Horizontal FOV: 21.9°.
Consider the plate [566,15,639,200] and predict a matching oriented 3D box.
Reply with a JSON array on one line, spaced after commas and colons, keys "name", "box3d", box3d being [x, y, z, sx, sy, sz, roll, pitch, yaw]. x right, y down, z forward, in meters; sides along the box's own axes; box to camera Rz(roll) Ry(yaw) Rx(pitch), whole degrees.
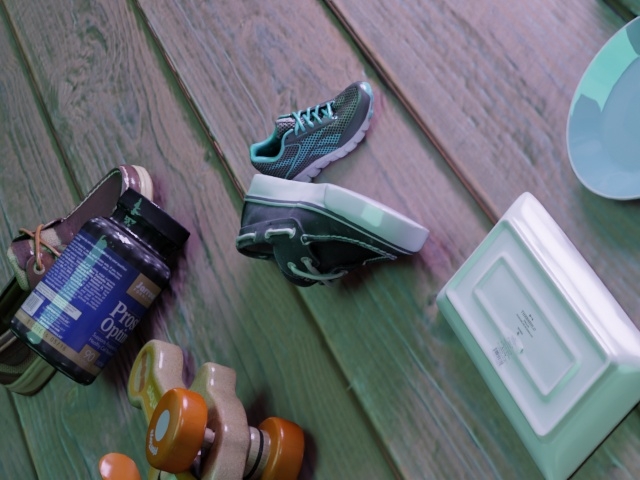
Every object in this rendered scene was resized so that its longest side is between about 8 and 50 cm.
[{"name": "plate", "box3d": [0.294, -0.119, 1.450, 0.188, 0.024, 0.188, -31, 47, 39]}]

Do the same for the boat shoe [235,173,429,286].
[{"name": "boat shoe", "box3d": [0.000, 0.000, 1.681, 0.301, 0.108, 0.102, 14, 80, 57]}]

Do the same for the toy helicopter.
[{"name": "toy helicopter", "box3d": [-0.156, 0.223, 1.759, 0.235, 0.140, 0.355, -65, 24, 15]}]

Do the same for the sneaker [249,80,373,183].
[{"name": "sneaker", "box3d": [-0.012, -0.117, 1.791, 0.166, 0.076, 0.065, -43, 41, 27]}]

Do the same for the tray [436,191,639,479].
[{"name": "tray", "box3d": [0.187, 0.077, 1.461, 0.145, 0.030, 0.270, -52, 37, 18]}]

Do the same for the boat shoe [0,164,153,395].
[{"name": "boat shoe", "box3d": [-0.336, 0.040, 2.067, 0.342, 0.123, 0.123, -52, 37, 17]}]

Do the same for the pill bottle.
[{"name": "pill bottle", "box3d": [-0.255, 0.051, 1.945, 0.219, 0.123, 0.123, -53, 35, -5]}]
